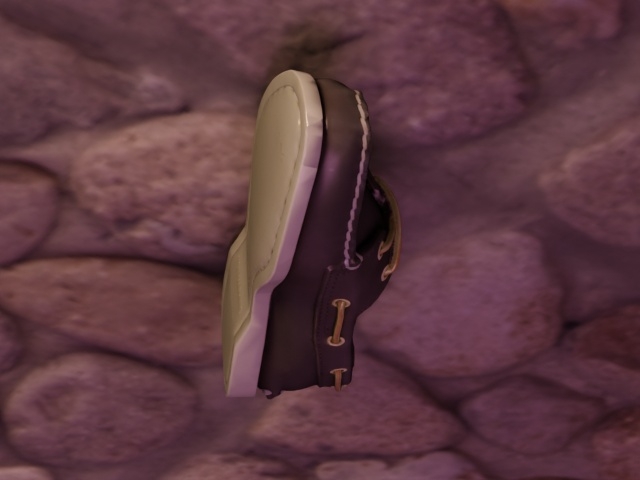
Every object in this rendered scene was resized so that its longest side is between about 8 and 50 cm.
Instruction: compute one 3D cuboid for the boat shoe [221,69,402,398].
[{"bbox_3d":[0.000,0.000,0.885,0.069,0.081,0.227,2,150,-9],"label":"boat shoe"}]
